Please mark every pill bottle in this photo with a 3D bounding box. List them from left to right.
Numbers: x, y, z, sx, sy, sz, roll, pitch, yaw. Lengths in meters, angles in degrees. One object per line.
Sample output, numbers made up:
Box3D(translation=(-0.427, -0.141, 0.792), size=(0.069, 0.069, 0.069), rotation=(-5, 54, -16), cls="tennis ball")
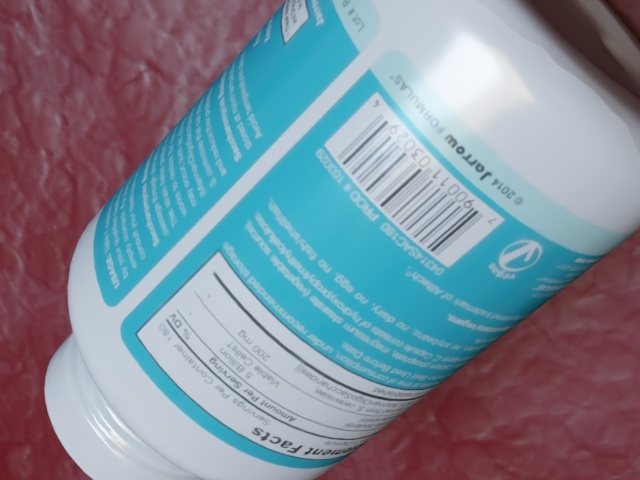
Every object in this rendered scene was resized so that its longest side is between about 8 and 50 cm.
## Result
Box3D(translation=(0.000, 0.000, 0.419), size=(0.146, 0.146, 0.264), rotation=(45, 118, -4), cls="pill bottle")
